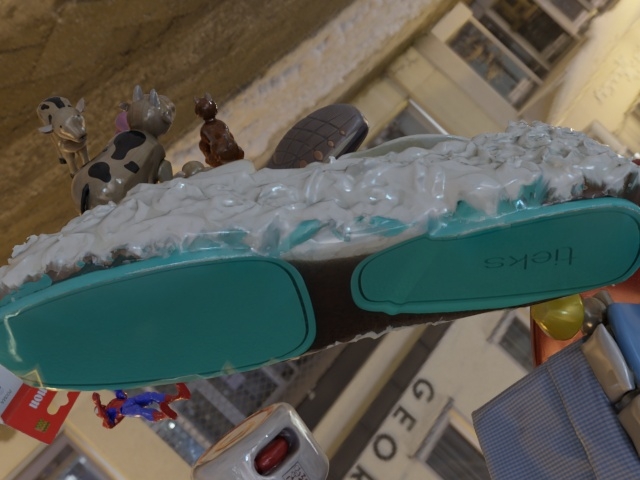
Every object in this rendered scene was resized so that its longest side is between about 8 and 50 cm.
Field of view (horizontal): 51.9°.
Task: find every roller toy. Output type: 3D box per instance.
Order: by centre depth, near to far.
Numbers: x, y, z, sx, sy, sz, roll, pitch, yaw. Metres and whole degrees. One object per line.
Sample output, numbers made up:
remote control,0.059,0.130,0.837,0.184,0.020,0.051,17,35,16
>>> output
roller toy,-0.090,0.363,1.028,0.191,0.146,0.209,-35,179,8

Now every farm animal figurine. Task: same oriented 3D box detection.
farm animal figurine,-0.289,-0.135,0.976,0.172,0.330,0.326,87,4,-46

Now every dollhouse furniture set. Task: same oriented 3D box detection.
dollhouse furniture set,0.143,0.222,0.508,0.198,0.303,0.286,7,142,-30

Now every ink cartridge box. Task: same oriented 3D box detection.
ink cartridge box,-0.403,0.168,0.871,0.045,0.179,0.145,-53,-166,31

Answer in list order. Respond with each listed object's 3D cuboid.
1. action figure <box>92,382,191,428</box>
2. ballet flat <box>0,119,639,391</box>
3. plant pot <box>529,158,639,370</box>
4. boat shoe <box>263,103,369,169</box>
action figure,-0.411,0.320,1.374,0.280,0.139,0.091,-22,-158,38
ballet flat,0.000,0.000,0.428,0.409,0.147,0.147,-8,176,-4
plant pot,0.396,0.043,0.783,0.267,0.235,0.267,-5,-150,40
boat shoe,-0.030,-0.123,1.292,0.355,0.132,0.130,-41,141,26
